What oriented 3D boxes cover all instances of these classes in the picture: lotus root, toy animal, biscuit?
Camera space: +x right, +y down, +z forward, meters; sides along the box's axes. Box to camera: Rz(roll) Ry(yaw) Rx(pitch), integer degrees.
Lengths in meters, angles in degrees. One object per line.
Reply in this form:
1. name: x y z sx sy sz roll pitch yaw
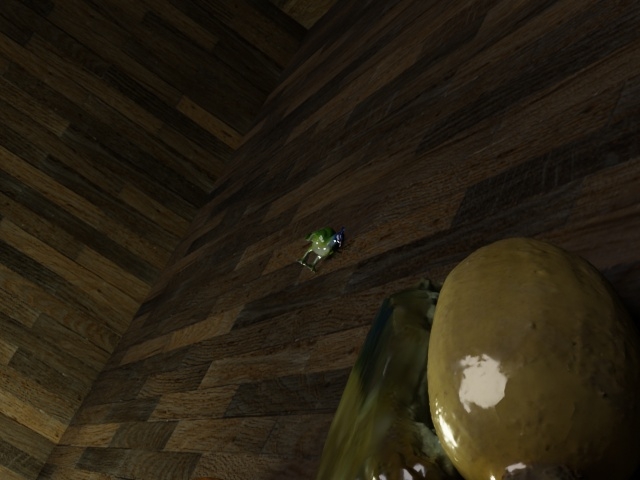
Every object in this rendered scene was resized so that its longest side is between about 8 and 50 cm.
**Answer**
1. lotus root: 0.149 0.084 0.652 0.146 0.131 0.303 -6 28 10
2. toy animal: -0.009 0.014 1.529 0.075 0.041 0.217 -57 10 -10
3. biscuit: 0.057 0.166 0.792 0.335 0.078 0.329 125 168 -77

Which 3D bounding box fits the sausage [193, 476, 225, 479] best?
1. sausage: -0.195 0.383 1.218 0.238 0.098 0.098 -44 19 34
